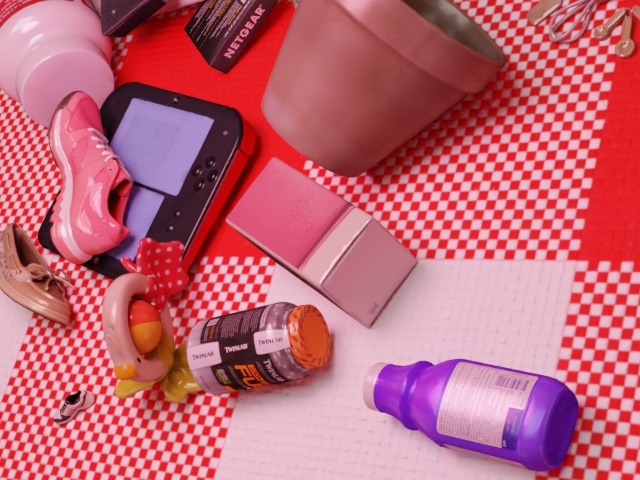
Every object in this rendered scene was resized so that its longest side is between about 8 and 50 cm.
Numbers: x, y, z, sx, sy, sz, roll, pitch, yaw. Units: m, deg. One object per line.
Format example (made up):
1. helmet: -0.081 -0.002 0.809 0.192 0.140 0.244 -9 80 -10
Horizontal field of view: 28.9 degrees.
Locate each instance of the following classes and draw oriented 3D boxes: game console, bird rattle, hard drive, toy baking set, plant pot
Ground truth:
1. game console: -0.306 -0.098 2.134 0.386 0.060 0.342 20 76 43
2. bird rattle: -0.258 0.121 1.873 0.143 0.207 0.254 -3 89 19
3. hard drive: -0.337 -0.504 2.291 0.172 0.054 0.255 -30 50 35
4. toy baking set: 0.428 -0.364 1.813 0.256 0.030 0.197 21 77 40
5. plant pot: 0.067 -0.256 1.848 0.280 0.323 0.323 -53 46 20

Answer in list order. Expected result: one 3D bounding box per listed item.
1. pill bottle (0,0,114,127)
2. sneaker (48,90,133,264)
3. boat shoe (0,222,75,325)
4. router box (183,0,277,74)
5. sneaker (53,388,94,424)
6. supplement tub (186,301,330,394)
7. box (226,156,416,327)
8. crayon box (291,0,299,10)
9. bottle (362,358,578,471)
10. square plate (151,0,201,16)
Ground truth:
1. pill bottle: -0.533 -0.398 2.361 0.229 0.229 0.408 -40 48 9
2. sneaker: -0.375 -0.116 2.113 0.136 0.116 0.314 -14 68 22
3. boat shoe: -0.508 0.056 2.161 0.285 0.104 0.089 35 89 43
4. router box: -0.158 -0.405 2.202 0.179 0.046 0.133 -52 46 20
5. sneaker: -0.408 0.267 2.013 0.083 0.037 0.032 -37 51 13
6. supplement tub: -0.089 0.155 1.806 0.190 0.117 0.117 -15 57 28
7. box: 0.000 0.000 1.814 0.232 0.148 0.127 33 84 41
8. crayon box: -0.029 -0.586 2.224 0.203 0.083 0.323 -34 50 14
9. bottle: 0.185 0.213 1.598 0.282 0.092 0.118 7 68 37
10. square plate: -0.280 -0.589 2.357 0.347 0.049 0.344 -3 68 47
